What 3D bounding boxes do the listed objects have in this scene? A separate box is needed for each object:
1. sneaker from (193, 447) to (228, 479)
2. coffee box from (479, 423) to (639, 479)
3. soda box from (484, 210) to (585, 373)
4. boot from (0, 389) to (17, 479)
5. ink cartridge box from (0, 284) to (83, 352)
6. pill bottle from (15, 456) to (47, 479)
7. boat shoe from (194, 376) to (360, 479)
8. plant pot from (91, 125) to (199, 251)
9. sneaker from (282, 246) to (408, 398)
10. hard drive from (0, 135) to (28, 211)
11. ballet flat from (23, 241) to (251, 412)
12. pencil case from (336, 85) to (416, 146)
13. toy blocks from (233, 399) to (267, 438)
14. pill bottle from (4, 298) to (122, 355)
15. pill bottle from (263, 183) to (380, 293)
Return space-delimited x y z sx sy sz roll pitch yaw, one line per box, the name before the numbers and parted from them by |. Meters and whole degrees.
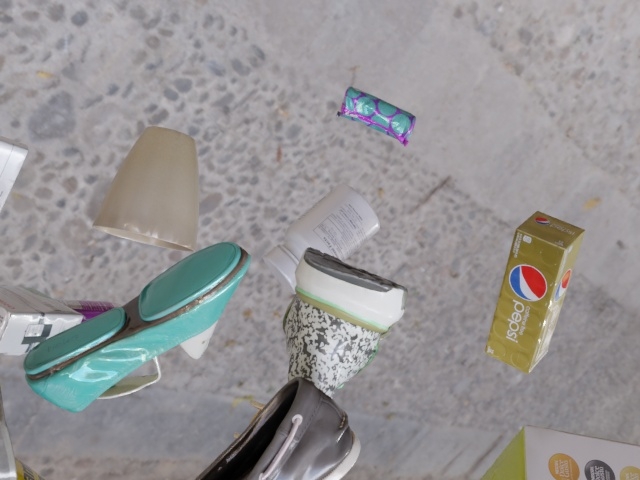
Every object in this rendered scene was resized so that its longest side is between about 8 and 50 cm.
sneaker | -0.188 0.456 1.486 0.069 0.082 0.209 -41 175 38
coffee box | 0.436 0.552 1.305 0.334 0.338 0.338 12 141 -3
soda box | 0.246 0.063 0.920 0.058 0.061 0.181 -33 139 -44
boot | -0.336 0.192 0.586 0.208 0.190 0.076 3 146 -33
ink cartridge box | -0.596 0.151 1.543 0.087 0.153 0.208 -67 157 2
pill bottle | -0.432 0.346 0.967 0.188 0.188 0.334 -42 122 -5
boat shoe | -0.113 0.262 0.760 0.335 0.112 0.095 -39 110 -13
plant pot | -0.403 -0.133 1.967 0.256 0.256 0.274 24 76 -54
sneaker | 0.006 0.127 1.018 0.182 0.158 0.410 -64 171 -6
hard drive | -0.837 -0.158 1.677 0.353 0.047 0.233 20 110 -35
ballet flat | -0.162 0.089 0.764 0.247 0.083 0.087 -29 122 4
pencil case | 0.111 -0.243 1.552 0.064 0.151 0.070 115 -2 -53
toy blocks | -0.095 0.294 1.060 0.054 0.123 0.148 30 75 -13
pill bottle | -0.669 0.238 2.071 0.301 0.169 0.169 7 121 -41
pill bottle | 0.000 0.000 1.637 0.229 0.131 0.131 -41 146 -13
